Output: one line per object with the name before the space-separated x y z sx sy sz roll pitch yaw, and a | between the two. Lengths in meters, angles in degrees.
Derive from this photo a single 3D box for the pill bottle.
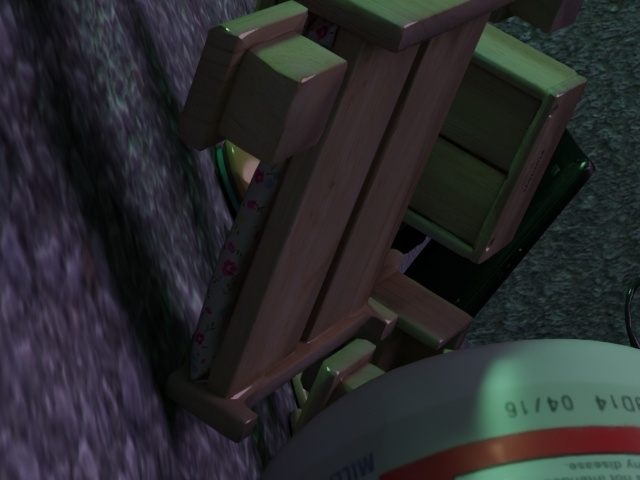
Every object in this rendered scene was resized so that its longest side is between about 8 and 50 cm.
pill bottle | 0.103 0.254 0.614 0.229 0.229 0.408 66 9 -47

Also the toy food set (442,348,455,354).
toy food set | 0.031 0.152 0.890 0.132 0.038 0.192 -77 177 -49

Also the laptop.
laptop | 0.150 0.136 1.371 0.236 0.408 0.382 38 10 -4

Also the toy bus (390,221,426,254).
toy bus | 0.053 -0.118 1.529 0.211 0.220 0.149 43 -14 13

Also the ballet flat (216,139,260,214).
ballet flat | 0.000 0.000 1.104 0.232 0.073 0.080 64 10 -53

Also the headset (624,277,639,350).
headset | 0.169 0.195 0.948 0.185 0.243 0.394 -68 168 -80

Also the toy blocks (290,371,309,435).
toy blocks | 0.059 0.089 1.031 0.123 0.148 0.054 -93 164 -65

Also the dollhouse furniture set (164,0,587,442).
dollhouse furniture set | -0.040 -0.022 0.780 0.355 0.174 0.303 -29 146 -56
